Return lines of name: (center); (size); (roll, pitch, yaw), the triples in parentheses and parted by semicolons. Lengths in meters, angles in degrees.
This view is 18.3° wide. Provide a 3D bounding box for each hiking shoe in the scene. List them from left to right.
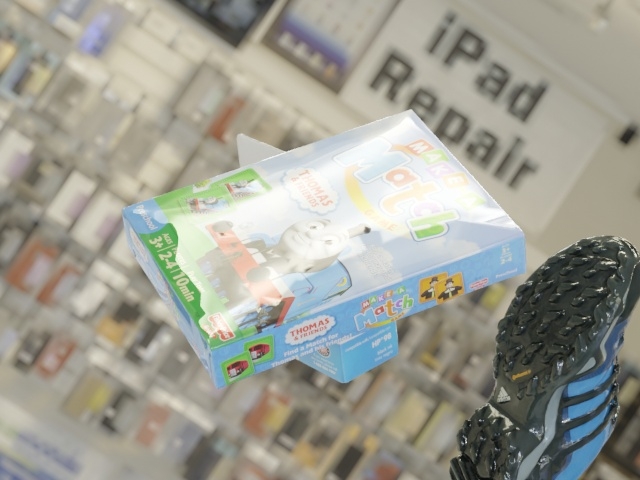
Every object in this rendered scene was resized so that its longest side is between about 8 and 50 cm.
hiking shoe: (0.230, 0.126, 1.865); (0.132, 0.304, 0.113); (6, 30, -41)

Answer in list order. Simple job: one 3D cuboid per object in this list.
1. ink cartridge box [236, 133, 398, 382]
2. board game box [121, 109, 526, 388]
ink cartridge box: (-0.001, 0.004, 1.489); (0.104, 0.060, 0.180); (25, -49, 45)
board game box: (0.000, 0.000, 1.264); (0.160, 0.211, 0.039); (-128, -156, -48)
